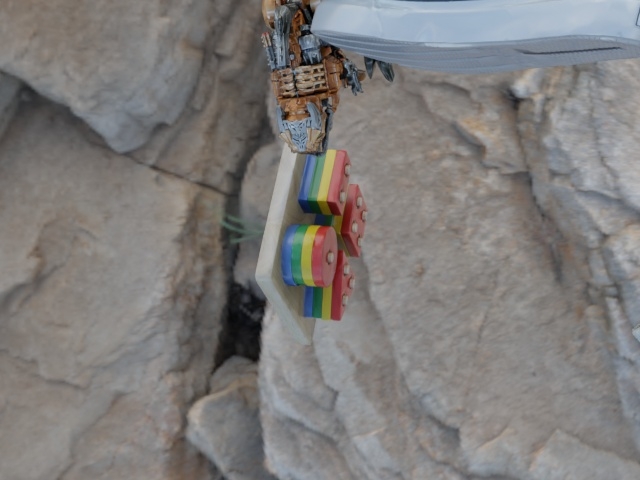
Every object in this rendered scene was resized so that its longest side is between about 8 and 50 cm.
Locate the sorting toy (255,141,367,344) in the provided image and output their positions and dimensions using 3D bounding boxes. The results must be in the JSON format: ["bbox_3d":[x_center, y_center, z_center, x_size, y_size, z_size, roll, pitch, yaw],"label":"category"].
[{"bbox_3d":[0.000,0.000,1.507,0.089,0.257,0.256,4,64,16],"label":"sorting toy"}]

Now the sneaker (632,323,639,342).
[{"bbox_3d":[0.579,0.180,1.576,0.146,0.122,0.331,-1,99,33],"label":"sneaker"}]

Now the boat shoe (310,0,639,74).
[{"bbox_3d":[0.132,-0.202,0.783,0.335,0.121,0.119,9,89,44],"label":"boat shoe"}]

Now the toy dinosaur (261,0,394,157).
[{"bbox_3d":[0.000,-0.261,1.189,0.164,0.218,0.322,17,91,22],"label":"toy dinosaur"}]
